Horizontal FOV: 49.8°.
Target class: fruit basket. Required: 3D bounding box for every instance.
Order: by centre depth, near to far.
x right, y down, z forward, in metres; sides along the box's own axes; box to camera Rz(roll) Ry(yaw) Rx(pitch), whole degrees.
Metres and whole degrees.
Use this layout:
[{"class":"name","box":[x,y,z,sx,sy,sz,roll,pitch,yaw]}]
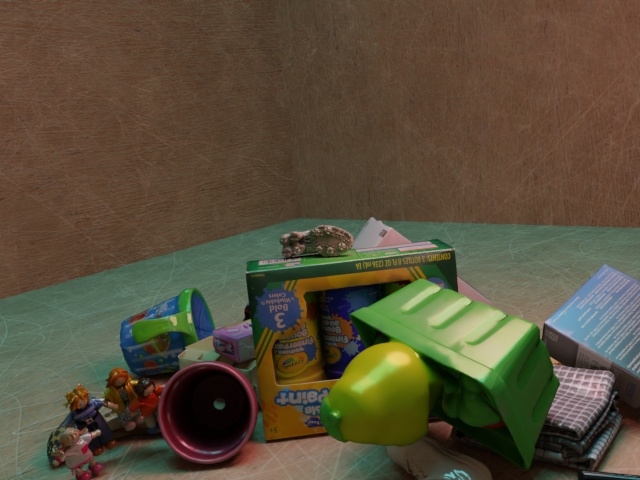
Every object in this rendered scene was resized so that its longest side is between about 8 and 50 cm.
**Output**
[{"class":"fruit basket","box":[0.180,0.264,1.224,0.392,0.283,0.392,-21,33,14]}]

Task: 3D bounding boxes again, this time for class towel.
[{"class":"towel","box":[0.428,0.331,1.360,0.284,0.121,0.235,3,14,38]}]

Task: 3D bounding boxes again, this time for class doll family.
[{"class":"doll family","box":[-0.442,0.352,1.405,0.263,0.163,0.118,-33,42,-31]}]

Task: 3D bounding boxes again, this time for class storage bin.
[{"class":"storage bin","box":[-0.182,0.316,1.770,0.262,0.123,0.260,3,14,36]}]

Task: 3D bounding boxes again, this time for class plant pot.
[{"class":"plant pot","box":[-0.228,0.352,1.462,0.201,0.201,0.180,-6,-5,-1]}]

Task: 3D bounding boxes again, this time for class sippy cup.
[{"class":"sippy cup","box":[-0.426,0.272,1.922,0.224,0.305,0.240,-16,39,4]}]

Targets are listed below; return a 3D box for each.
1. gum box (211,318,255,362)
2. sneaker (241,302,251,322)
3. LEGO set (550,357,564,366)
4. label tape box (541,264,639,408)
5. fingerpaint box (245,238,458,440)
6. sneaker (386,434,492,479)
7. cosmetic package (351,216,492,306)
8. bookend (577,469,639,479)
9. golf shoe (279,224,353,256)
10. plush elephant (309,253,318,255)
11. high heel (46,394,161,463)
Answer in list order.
[{"class":"gum box","box":[-0.161,0.235,1.683,0.188,0.062,0.107,-14,14,-38]},{"class":"sneaker","box":[-0.155,0.177,1.924,0.104,0.125,0.262,26,-27,-9]},{"class":"LEGO set","box":[0.630,0.307,1.539,0.287,0.107,0.132,-4,-25,37]},{"class":"label tape box","box":[0.667,0.216,1.421,0.241,0.105,0.334,-35,47,-26]},{"class":"fingerpaint box","box":[0.077,0.211,1.512,0.445,0.371,0.163,-6,8,-3]},{"class":"sneaker","box":[0.190,0.408,1.226,0.212,0.080,0.094,6,28,44]},{"class":"cosmetic package","box":[0.271,0.110,1.962,0.385,0.156,0.217,34,2,-13]},{"class":"bookend","box":[0.460,0.416,1.015,0.156,0.072,0.157,-1,12,22]},{"class":"golf shoe","box":[0.000,0.000,1.518,0.176,0.069,0.086,-1,3,27]},{"class":"plush elephant","box":[0.041,0.199,1.959,0.272,0.329,0.255,-6,26,-44]},{"class":"high heel","box":[-0.448,0.430,1.498,0.261,0.093,0.186,6,32,9]}]
